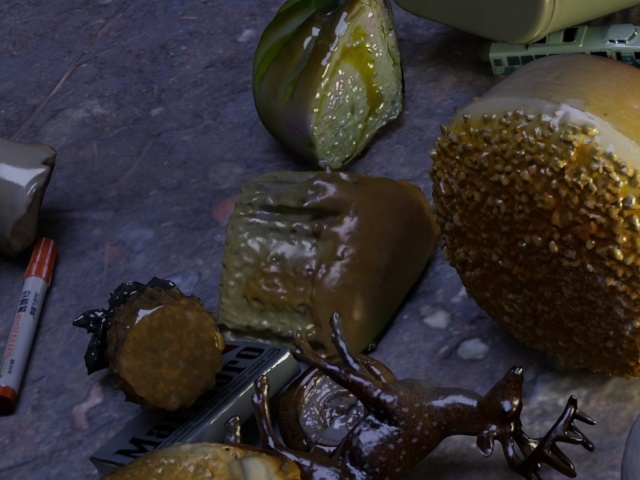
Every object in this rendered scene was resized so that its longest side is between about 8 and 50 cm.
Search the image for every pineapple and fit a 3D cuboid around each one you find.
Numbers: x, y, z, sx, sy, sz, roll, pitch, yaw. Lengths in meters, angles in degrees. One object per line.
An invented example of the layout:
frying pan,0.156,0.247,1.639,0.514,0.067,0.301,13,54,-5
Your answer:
pineapple,-0.161,0.087,1.764,0.119,0.111,0.237,5,5,-15

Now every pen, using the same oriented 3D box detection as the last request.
pen,-0.297,0.082,1.921,0.028,0.028,0.239,-8,40,12

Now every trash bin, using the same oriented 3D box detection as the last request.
trash bin,0.227,-0.304,2.067,0.243,0.121,0.247,24,30,40

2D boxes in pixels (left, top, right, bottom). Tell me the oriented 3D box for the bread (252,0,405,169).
bread,0.000,-0.193,2.044,0.156,0.158,0.261,-14,35,11

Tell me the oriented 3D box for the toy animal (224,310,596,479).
toy animal,0.072,0.170,1.609,0.260,0.087,0.243,40,91,17

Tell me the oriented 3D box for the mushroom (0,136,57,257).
mushroom,-0.424,-0.088,2.005,0.290,0.297,0.297,7,36,-13

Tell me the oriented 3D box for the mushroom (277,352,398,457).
mushroom,0.021,0.156,1.688,0.123,0.052,0.123,-9,50,11

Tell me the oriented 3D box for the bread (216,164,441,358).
bread,0.001,-0.010,1.833,0.174,0.133,0.251,6,44,30

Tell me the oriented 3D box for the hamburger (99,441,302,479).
hamburger,-0.099,0.305,1.453,0.284,0.174,0.304,-27,39,-9

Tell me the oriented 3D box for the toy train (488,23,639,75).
toy train,0.284,-0.203,2.032,0.207,0.047,0.043,0,41,23

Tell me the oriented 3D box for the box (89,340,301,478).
box,-0.112,0.159,1.726,0.177,0.036,0.115,-40,22,-27

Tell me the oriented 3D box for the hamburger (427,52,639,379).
hamburger,0.228,-0.017,1.628,0.302,0.302,0.170,16,55,35

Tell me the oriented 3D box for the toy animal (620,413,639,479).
toy animal,0.348,0.172,1.415,0.265,0.272,0.206,-11,11,28
